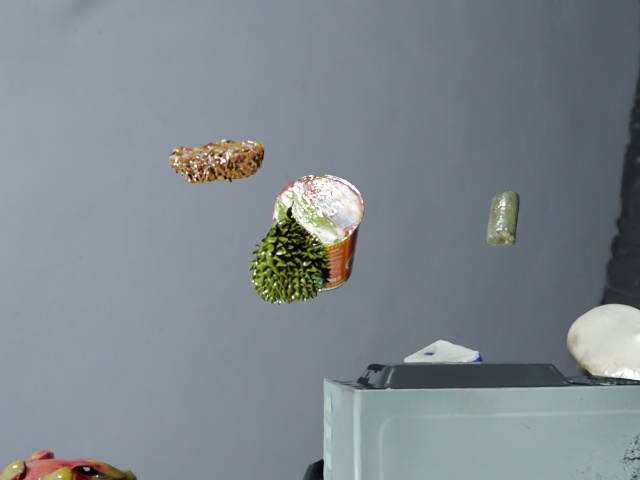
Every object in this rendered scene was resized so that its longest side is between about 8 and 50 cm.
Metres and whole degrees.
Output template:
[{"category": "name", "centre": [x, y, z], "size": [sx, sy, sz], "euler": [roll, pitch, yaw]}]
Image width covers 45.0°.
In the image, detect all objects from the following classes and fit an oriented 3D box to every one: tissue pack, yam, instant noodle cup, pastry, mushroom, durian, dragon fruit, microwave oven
[{"category": "tissue pack", "centre": [0.284, 0.359, 1.584], "size": [0.137, 0.209, 0.270], "euler": [-24, 98, -13]}, {"category": "yam", "centre": [0.258, -0.031, 1.091], "size": [0.043, 0.043, 0.094], "euler": [46, 44, -34]}, {"category": "instant noodle cup", "centre": [0.000, 0.000, 1.638], "size": [0.193, 0.193, 0.212], "euler": [-44, 152, -25]}, {"category": "pastry", "centre": [-0.179, -0.134, 1.354], "size": [0.169, 0.087, 0.063], "euler": [-9, 119, -15]}, {"category": "mushroom", "centre": [0.577, 0.251, 1.454], "size": [0.234, 0.253, 0.260], "euler": [-61, 169, 3]}, {"category": "durian", "centre": [-0.040, 0.046, 1.273], "size": [0.137, 0.095, 0.221], "euler": [-55, 149, -20]}, {"category": "dragon fruit", "centre": [-0.501, 0.523, 1.487], "size": [0.307, 0.228, 0.243], "euler": [33, 112, -33]}, {"category": "microwave oven", "centre": [0.157, 0.230, 0.705], "size": [0.295, 0.181, 0.238], "euler": [1, 83, -9]}]

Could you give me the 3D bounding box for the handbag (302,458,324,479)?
[{"category": "handbag", "centre": [0.068, 0.424, 1.374], "size": [0.270, 0.175, 0.089], "euler": [-25, 87, 4]}]
